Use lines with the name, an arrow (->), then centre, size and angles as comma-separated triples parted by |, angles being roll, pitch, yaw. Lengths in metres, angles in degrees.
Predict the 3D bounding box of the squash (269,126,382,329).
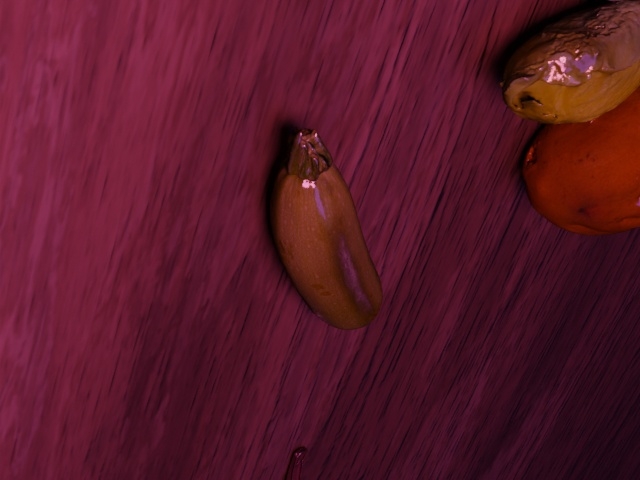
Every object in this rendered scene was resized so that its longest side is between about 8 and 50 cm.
squash -> 0.000, 0.000, 1.427 | 0.094, 0.094, 0.341 | -36, 149, -10

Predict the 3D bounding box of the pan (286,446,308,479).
pan -> -0.038, 0.339, 1.809 | 0.115, 0.040, 0.212 | -20, 141, -39

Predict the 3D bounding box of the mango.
mango -> 0.332, -0.085, 1.567 | 0.248, 0.151, 0.156 | -20, 121, 35

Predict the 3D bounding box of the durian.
durian -> 0.265, -0.185, 1.469 | 0.250, 0.101, 0.139 | -26, 158, -24
